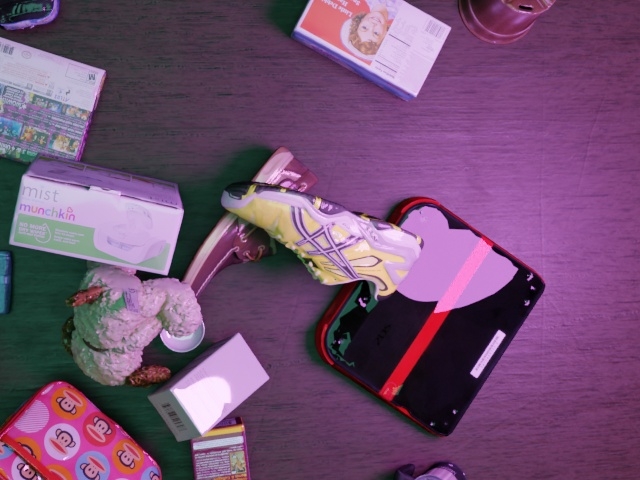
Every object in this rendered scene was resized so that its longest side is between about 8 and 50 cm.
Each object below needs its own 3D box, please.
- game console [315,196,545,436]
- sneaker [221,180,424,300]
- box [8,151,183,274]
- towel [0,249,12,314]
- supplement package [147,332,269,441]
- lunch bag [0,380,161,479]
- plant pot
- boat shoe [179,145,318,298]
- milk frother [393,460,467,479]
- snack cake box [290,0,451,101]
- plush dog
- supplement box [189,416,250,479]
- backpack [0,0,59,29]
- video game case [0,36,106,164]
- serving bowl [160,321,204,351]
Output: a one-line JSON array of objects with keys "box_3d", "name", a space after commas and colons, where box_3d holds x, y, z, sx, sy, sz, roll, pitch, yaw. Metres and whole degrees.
[{"box_3d": [0.213, 0.144, 1.722, 0.342, 0.060, 0.386, 35, 86, -11], "name": "game console"}, {"box_3d": [0.000, 0.000, 1.560, 0.384, 0.145, 0.147, 20, 94, -17], "name": "sneaker"}, {"box_3d": [-0.380, -0.053, 1.515, 0.262, 0.231, 0.127, 12, 102, -16], "name": "box"}, {"box_3d": [-0.601, 0.077, 1.608, 0.067, 0.029, 0.119, 2, 90, -8], "name": "towel"}, {"box_3d": [-0.203, 0.267, 1.595, 0.179, 0.105, 0.105, -37, 96, -38], "name": "supplement package"}, {"box_3d": [-0.451, 0.421, 1.531, 0.293, 0.120, 0.258, 45, 44, -7], "name": "lunch bag"}, {"box_3d": [0.367, -0.474, 1.672, 0.167, 0.165, 0.167, 0, 90, -8], "name": "plant pot"}, {"box_3d": [-0.132, -0.011, 1.633, 0.123, 0.123, 0.342, 38, 79, -6], "name": "boat shoe"}, {"box_3d": [0.204, 0.504, 1.679, 0.129, 0.135, 0.143, 1, 88, 22], "name": "milk frother"}, {"box_3d": [0.094, -0.396, 1.672, 0.264, 0.089, 0.152, 28, 89, -8], "name": "snack cake box"}, {"box_3d": [-0.368, 0.158, 1.550, 0.262, 0.210, 0.225, 28, 120, 23], "name": "plush dog"}, {"box_3d": [-0.186, 0.438, 1.649, 0.104, 0.081, 0.188, -6, 91, -8], "name": "supplement box"}, {"box_3d": [-0.532, -0.436, 1.581, 0.114, 0.084, 0.105, -7, 93, -3], "name": "backpack"}, {"box_3d": [-0.535, -0.246, 1.605, 0.232, 0.042, 0.210, 16, 89, -9], "name": "video game case"}, {"box_3d": [-0.262, 0.169, 1.660, 0.083, 0.027, 0.083, 0, 91, -9], "name": "serving bowl"}]
